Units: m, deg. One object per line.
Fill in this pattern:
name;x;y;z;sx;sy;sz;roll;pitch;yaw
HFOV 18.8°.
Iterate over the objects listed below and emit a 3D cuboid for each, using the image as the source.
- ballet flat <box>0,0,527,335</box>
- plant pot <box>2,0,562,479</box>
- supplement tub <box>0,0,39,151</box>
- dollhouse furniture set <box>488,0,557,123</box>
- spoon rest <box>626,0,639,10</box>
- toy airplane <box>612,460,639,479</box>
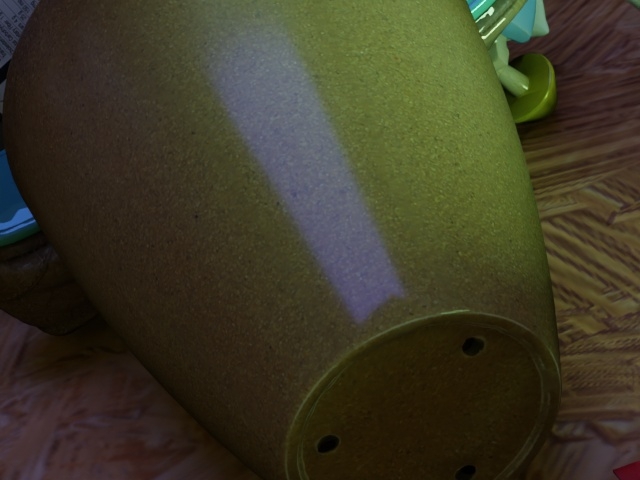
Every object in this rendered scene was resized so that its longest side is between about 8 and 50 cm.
ballet flat;-0.032;-0.050;1.038;0.342;0.124;0.116;-31;47;-5
plant pot;0.000;0.000;0.850;0.237;0.237;0.254;-22;40;-6
supplement tub;-0.144;-0.146;1.109;0.316;0.193;0.193;-41;25;9
dollhouse furniture set;0.043;-0.146;1.247;0.286;0.198;0.303;-27;51;33
spoon rest;0.258;-0.098;0.995;0.137;0.084;0.276;-49;38;0
toy airplane;0.135;0.118;0.724;0.151;0.028;0.151;-14;28;8
